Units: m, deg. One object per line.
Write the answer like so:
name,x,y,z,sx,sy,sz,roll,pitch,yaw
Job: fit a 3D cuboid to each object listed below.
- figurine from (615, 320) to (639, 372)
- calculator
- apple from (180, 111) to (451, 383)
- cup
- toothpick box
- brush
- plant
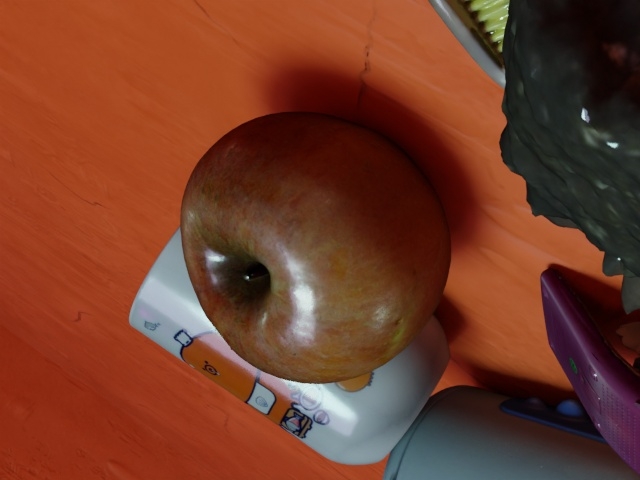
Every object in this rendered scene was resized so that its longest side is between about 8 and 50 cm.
figurine,0.300,0.119,0.828,0.082,0.094,0.086,-2,113,0
calculator,0.248,0.122,0.850,0.127,0.034,0.190,68,175,-45
apple,0.000,0.000,0.874,0.253,0.253,0.253,30,154,17
cup,-0.023,0.096,1.070,0.317,0.212,0.212,34,154,4
toothpick box,0.264,0.292,1.011,0.354,0.263,0.263,10,143,43
brush,0.151,-0.121,0.649,0.067,0.072,0.313,-16,124,43
plant,0.200,-0.062,0.476,0.181,0.194,0.320,41,-179,24
